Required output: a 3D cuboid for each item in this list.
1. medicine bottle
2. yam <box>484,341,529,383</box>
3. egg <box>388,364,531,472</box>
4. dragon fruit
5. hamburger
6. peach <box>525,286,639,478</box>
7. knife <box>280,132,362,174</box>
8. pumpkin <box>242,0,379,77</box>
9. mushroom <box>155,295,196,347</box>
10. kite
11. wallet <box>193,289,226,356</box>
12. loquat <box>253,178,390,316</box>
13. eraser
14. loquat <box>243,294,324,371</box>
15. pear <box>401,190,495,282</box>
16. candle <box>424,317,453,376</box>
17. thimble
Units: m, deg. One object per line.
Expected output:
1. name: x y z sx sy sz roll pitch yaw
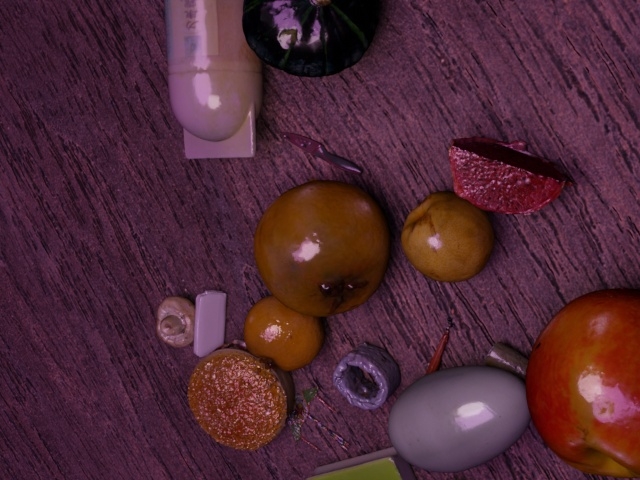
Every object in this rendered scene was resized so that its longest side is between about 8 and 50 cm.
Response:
1. medicine bottle: -0.259 -0.407 1.707 0.235 0.235 0.407 2 98 24
2. yam: 0.466 0.308 1.594 0.179 0.078 0.078 33 111 17
3. egg: 0.317 0.406 1.583 0.371 0.230 0.230 -29 86 37
4. dragon fruit: 0.405 -0.142 1.519 0.274 0.161 0.126 18 123 7
5. hamburger: -0.216 0.420 1.862 0.301 0.170 0.302 4 99 25
6. peach: 0.596 0.277 1.380 0.388 0.388 0.389 4 101 23
7. knife: 0.000 -0.225 1.743 0.247 0.018 0.035 29 112 18
8. pumpkin: -0.019 -0.516 1.555 0.315 0.238 0.315 0 86 -4
9. mushroom: -0.402 0.229 1.951 0.148 0.112 0.148 7 110 21
10. kite: -0.017 0.486 1.879 0.244 0.006 0.198 29 109 18
11. wallet: -0.307 0.229 1.921 0.033 0.095 0.190 19 110 49
12. loquat: 0.000 0.000 1.639 0.328 0.328 0.360 -47 39 23
13. eraser: 0.121 0.671 1.804 0.274 0.092 0.210 -26 89 24
14. loquat: -0.095 0.232 1.762 0.208 0.208 0.208 4 101 23
15. pear: 0.292 -0.005 1.554 0.208 0.209 0.209 4 101 23
16. candle: 0.295 0.264 1.693 0.026 0.021 0.167 21 106 9
17. thimble: 0.118 0.341 1.733 0.151 0.118 0.127 37 114 14
